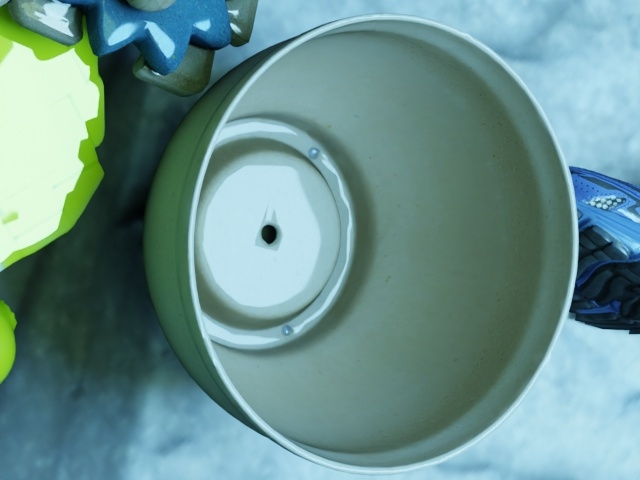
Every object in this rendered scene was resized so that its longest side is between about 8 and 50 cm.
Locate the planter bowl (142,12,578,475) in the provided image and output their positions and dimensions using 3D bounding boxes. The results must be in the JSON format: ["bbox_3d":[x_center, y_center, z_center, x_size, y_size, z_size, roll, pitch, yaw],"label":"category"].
[{"bbox_3d":[0.000,0.000,0.721,0.162,0.109,0.162,-1,92,-29],"label":"planter bowl"}]

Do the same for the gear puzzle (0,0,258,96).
[{"bbox_3d":[-0.062,-0.228,0.678,0.175,0.044,0.339,23,67,-31],"label":"gear puzzle"}]

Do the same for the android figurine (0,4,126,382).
[{"bbox_3d":[-0.185,-0.042,0.642,0.273,0.056,0.248,-35,108,-24],"label":"android figurine"}]

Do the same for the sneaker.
[{"bbox_3d":[0.172,-0.001,0.848,0.221,0.083,0.087,14,71,-35],"label":"sneaker"}]
